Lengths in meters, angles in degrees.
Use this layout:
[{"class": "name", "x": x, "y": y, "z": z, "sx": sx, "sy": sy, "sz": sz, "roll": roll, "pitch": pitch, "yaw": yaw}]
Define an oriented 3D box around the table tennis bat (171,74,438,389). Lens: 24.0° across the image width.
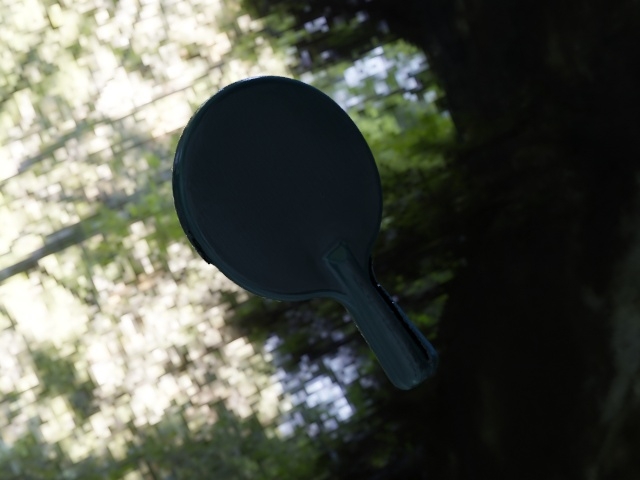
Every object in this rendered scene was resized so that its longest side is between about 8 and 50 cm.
[{"class": "table tennis bat", "x": 0.000, "y": 0.000, "z": 0.839, "sx": 0.201, "sy": 0.124, "sz": 0.033, "roll": 53, "pitch": -27, "yaw": -10}]
